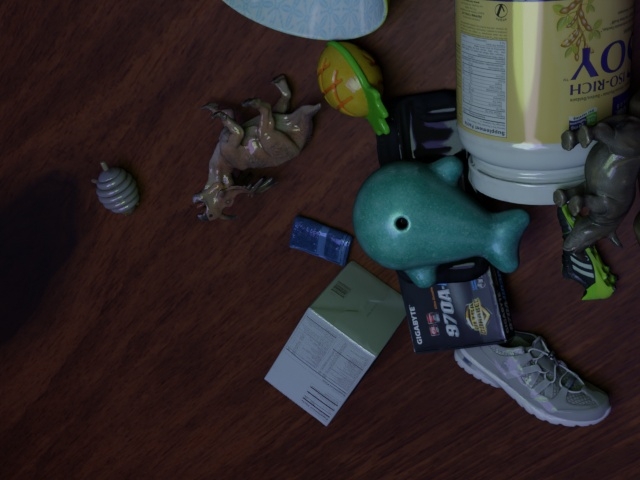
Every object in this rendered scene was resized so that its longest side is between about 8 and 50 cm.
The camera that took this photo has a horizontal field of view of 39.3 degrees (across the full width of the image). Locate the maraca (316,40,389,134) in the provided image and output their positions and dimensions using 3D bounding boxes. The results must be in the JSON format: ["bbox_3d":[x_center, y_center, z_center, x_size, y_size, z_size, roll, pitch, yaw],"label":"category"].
[{"bbox_3d":[0.058,-0.247,1.447,0.185,0.099,0.127,55,171,29],"label":"maraca"}]

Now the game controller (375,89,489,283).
[{"bbox_3d":[0.185,-0.084,1.479,0.167,0.067,0.319,-6,97,15],"label":"game controller"}]

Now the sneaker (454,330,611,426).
[{"bbox_3d":[0.371,0.222,1.545,0.281,0.105,0.115,25,124,15],"label":"sneaker"}]

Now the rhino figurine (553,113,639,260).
[{"bbox_3d":[0.372,-0.063,1.189,0.106,0.073,0.243,-12,130,-11],"label":"rhino figurine"}]

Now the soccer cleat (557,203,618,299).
[{"bbox_3d":[0.415,0.023,1.449,0.072,0.060,0.179,-21,107,35],"label":"soccer cleat"}]

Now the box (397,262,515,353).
[{"bbox_3d":[0.225,0.075,1.542,0.175,0.051,0.220,-12,91,32],"label":"box"}]

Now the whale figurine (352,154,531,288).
[{"bbox_3d":[0.181,-0.024,1.380,0.272,0.141,0.216,16,101,10],"label":"whale figurine"}]

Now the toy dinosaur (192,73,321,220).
[{"bbox_3d":[-0.102,-0.164,1.588,0.296,0.127,0.200,-18,113,21],"label":"toy dinosaur"}]

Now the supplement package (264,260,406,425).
[{"bbox_3d":[0.035,0.186,1.645,0.149,0.194,0.203,36,125,7],"label":"supplement package"}]

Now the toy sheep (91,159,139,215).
[{"bbox_3d":[-0.410,-0.104,1.794,0.091,0.091,0.132,-5,131,29],"label":"toy sheep"}]

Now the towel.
[{"bbox_3d":[0.000,0.000,1.669,0.119,0.029,0.067,22,122,16],"label":"towel"}]

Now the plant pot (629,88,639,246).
[{"bbox_3d":[0.524,-0.111,1.193,0.263,0.263,0.229,-17,108,33],"label":"plant pot"}]

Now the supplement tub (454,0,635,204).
[{"bbox_3d":[0.310,-0.240,1.255,0.241,0.241,0.331,6,118,25],"label":"supplement tub"}]

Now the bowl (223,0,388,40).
[{"bbox_3d":[-0.022,-0.442,1.355,0.290,0.289,0.156,7,75,24],"label":"bowl"}]
